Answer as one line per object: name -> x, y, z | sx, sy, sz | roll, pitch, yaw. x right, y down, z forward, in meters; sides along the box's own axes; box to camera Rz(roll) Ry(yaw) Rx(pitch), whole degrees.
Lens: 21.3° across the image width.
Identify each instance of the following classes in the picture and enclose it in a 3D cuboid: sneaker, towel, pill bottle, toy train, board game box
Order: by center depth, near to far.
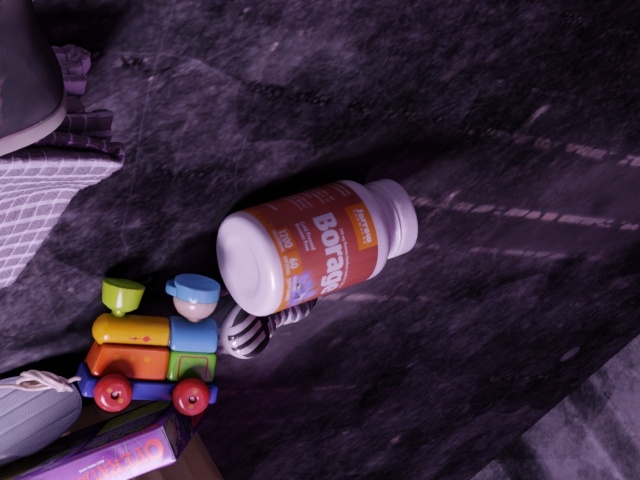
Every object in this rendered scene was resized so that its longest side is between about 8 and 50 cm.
sneaker -> -0.264, -0.085, 1.010 | 0.222, 0.083, 0.118 | -30, 143, -18
towel -> -0.326, -0.041, 1.439 | 0.284, 0.121, 0.235 | -8, 147, -45
toy train -> -0.231, 0.105, 1.864 | 0.248, 0.105, 0.143 | 5, 103, -18
sneaker -> -0.395, 0.225, 1.929 | 0.258, 0.094, 0.091 | -22, 173, -15
pill bottle -> 0.000, 0.000, 1.937 | 0.216, 0.121, 0.121 | -19, 153, -31
board game box -> -0.310, 0.266, 1.938 | 0.347, 0.056, 0.208 | -21, -179, 8
sneaker -> -0.100, 0.075, 2.031 | 0.132, 0.086, 0.229 | -7, -165, 27

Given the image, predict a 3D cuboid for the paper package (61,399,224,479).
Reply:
paper package -> -0.251, 0.401, 2.149 | 0.168, 0.309, 0.325 | -4, 142, -44
